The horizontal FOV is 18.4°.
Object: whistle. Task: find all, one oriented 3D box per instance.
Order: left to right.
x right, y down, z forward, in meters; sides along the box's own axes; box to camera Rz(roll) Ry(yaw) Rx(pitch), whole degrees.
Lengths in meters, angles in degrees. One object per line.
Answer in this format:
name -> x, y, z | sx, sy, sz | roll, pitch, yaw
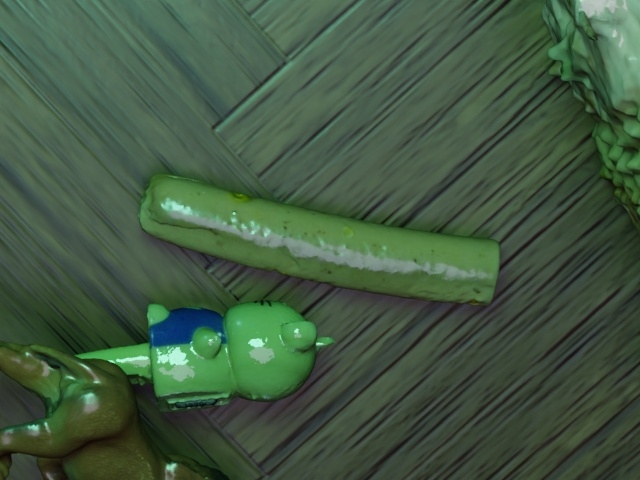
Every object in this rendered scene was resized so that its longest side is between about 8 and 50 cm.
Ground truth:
whistle -> -0.101, 0.095, 1.611 | 0.227, 0.105, 0.085 | -5, 70, -2

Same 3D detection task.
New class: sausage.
sausage -> 0.000, 0.002, 1.615 | 0.301, 0.066, 0.065 | 11, 100, -6

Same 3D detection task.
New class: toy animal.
toy animal -> -0.169, 0.167, 1.581 | 0.158, 0.097, 0.312 | -16, 135, 13

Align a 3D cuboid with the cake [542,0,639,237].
cake -> 0.350, -0.109, 1.508 | 0.293, 0.314, 0.306 | -27, 93, -2
